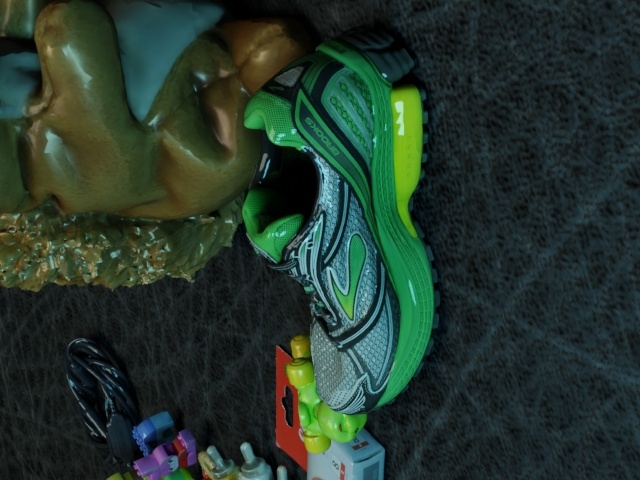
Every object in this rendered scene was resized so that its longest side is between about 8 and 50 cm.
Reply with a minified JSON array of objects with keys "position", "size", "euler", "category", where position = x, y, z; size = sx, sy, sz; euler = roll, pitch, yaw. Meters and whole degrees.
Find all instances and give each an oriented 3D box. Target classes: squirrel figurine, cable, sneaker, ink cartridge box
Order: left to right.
[{"position":[-0.246,-0.070,1.513],"size":[0.281,0.370,0.397],"euler":[48,148,30],"category":"squirrel figurine"},{"position":[-0.277,0.198,2.149],"size":[0.150,0.047,0.184],"euler":[26,135,58],"category":"cable"},{"position":[-0.037,0.342,1.844],"size":[0.139,0.072,0.287],"euler":[13,137,37],"category":"cable"},{"position":[-0.006,0.208,1.666],"size":[0.179,0.045,0.145],"euler":[39,142,38],"category":"ink cartridge box"},{"position":[0.000,0.000,1.377],"size":[0.134,0.146,0.343],"euler":[33,139,47],"category":"sneaker"}]

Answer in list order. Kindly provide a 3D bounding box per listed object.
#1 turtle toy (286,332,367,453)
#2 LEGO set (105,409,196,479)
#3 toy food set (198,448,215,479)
[{"position":[0.011,0.141,1.532],"size":[0.130,0.066,0.095],"euler":[-83,-18,-67],"category":"turtle toy"},{"position":[-0.204,0.284,2.003],"size":[0.087,0.093,0.227],"euler":[54,157,33],"category":"LEGO set"},{"position":[-0.115,0.281,1.940],"size":[0.082,0.020,0.083],"euler":[53,150,25],"category":"toy food set"}]
